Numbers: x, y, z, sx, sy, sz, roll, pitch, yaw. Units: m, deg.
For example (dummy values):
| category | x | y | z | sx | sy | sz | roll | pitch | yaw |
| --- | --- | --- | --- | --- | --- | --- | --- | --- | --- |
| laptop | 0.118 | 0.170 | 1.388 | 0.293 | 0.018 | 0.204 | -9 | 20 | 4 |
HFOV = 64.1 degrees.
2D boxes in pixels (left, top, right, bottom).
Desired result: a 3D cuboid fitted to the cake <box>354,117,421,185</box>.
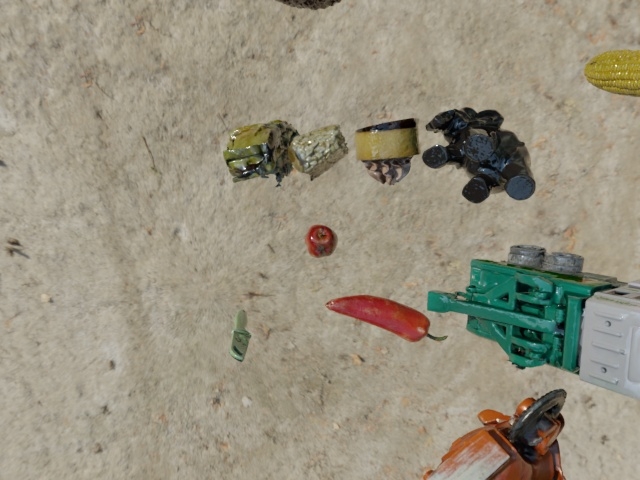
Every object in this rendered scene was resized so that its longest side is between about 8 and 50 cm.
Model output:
| category | x | y | z | sx | sy | sz | roll | pitch | yaw |
| --- | --- | --- | --- | --- | --- | --- | --- | --- | --- |
| cake | 0.199 | -0.247 | 1.467 | 0.185 | 0.208 | 0.178 | -15 | 96 | -35 |

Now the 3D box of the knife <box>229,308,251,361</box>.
| category | x | y | z | sx | sy | sz | roll | pitch | yaw |
| --- | --- | --- | --- | --- | --- | --- | --- | --- | --- |
| knife | -0.165 | 0.192 | 1.071 | 0.043 | 0.293 | 0.019 | 26 | 95 | -9 |

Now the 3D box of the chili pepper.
| category | x | y | z | sx | sy | sz | roll | pitch | yaw |
| --- | --- | --- | --- | --- | --- | --- | --- | --- | --- |
| chili pepper | 0.142 | 0.158 | 1.049 | 0.273 | 0.063 | 0.071 | 20 | 62 | -9 |

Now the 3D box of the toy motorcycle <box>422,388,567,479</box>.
| category | x | y | z | sx | sy | sz | roll | pitch | yaw |
| --- | --- | --- | --- | --- | --- | --- | --- | --- | --- |
| toy motorcycle | 0.187 | 0.319 | 0.645 | 0.326 | 0.221 | 0.148 | -37 | 49 | -8 |

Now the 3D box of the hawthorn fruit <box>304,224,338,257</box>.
| category | x | y | z | sx | sy | sz | roll | pitch | yaw |
| --- | --- | --- | --- | --- | --- | --- | --- | --- | --- |
| hawthorn fruit | 0.000 | 0.000 | 1.296 | 0.093 | 0.093 | 0.093 | 1 | 84 | -12 |

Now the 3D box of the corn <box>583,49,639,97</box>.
| category | x | y | z | sx | sy | sz | roll | pitch | yaw |
| --- | --- | --- | --- | --- | --- | --- | --- | --- | --- |
| corn | 0.628 | -0.325 | 0.987 | 0.101 | 0.291 | 0.101 | -6 | 114 | -13 |

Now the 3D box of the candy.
| category | x | y | z | sx | sy | sz | roll | pitch | yaw |
| --- | --- | --- | --- | --- | --- | --- | --- | --- | --- |
| candy | -0.002 | -0.167 | 0.952 | 0.110 | 0.095 | 0.085 | -28 | 92 | 7 |

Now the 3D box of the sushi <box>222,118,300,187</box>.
| category | x | y | z | sx | sy | sz | roll | pitch | yaw |
| --- | --- | --- | --- | --- | --- | --- | --- | --- | --- |
| sushi | -0.128 | -0.187 | 1.087 | 0.139 | 0.291 | 0.131 | -9 | 112 | 14 |

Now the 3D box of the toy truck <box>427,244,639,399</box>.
| category | x | y | z | sx | sy | sz | roll | pitch | yaw |
| --- | --- | --- | --- | --- | --- | --- | --- | --- | --- |
| toy truck | 0.344 | 0.113 | 0.733 | 0.178 | 0.364 | 0.176 | -5 | 100 | -37 |

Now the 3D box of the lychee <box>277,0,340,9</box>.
| category | x | y | z | sx | sy | sz | roll | pitch | yaw |
| --- | --- | --- | --- | --- | --- | --- | --- | --- | --- |
| lychee | -0.027 | -0.580 | 0.974 | 0.261 | 0.260 | 0.260 | 1 | 84 | -12 |

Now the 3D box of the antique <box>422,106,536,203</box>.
| category | x | y | z | sx | sy | sz | roll | pitch | yaw |
| --- | --- | --- | --- | --- | --- | --- | --- | --- | --- |
| antique | 0.429 | -0.232 | 1.376 | 0.322 | 0.185 | 0.255 | 40 | 38 | 2 |
